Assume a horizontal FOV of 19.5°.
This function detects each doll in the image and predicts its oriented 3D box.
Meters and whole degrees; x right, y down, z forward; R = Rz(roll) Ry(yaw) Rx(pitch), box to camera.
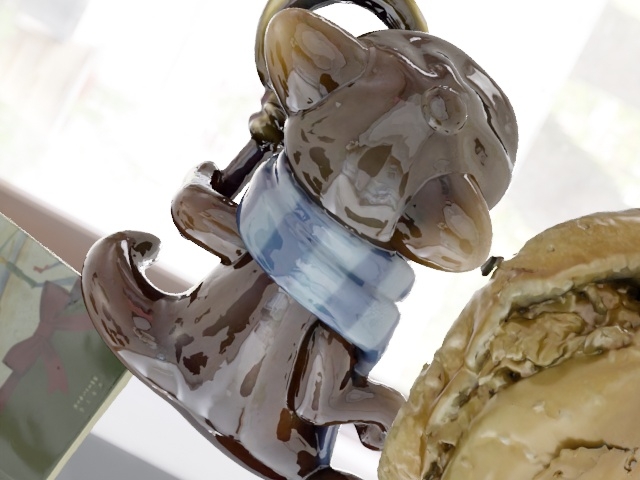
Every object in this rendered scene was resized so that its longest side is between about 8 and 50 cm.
[{"bbox_3d":[0.002,0.000,1.292,0.209,0.318,0.340,-15,146,-53],"label":"doll"}]

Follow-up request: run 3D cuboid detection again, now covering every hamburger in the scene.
[{"bbox_3d":[0.121,0.077,0.795,0.213,0.108,0.214,-27,145,-21],"label":"hamburger"}]

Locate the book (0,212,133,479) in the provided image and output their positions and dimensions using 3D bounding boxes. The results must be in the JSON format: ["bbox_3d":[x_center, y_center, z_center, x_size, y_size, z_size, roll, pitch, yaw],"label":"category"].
[{"bbox_3d":[-0.315,0.077,1.690,0.201,0.289,0.026,-54,180,-7],"label":"book"}]
